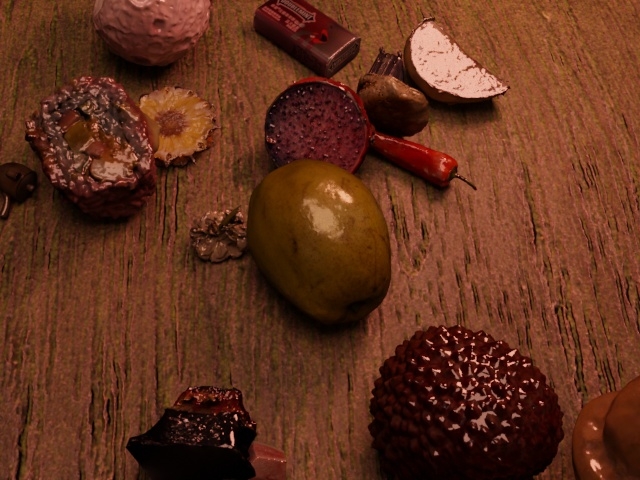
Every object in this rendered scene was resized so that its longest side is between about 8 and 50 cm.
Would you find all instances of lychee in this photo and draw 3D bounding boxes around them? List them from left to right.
[{"bbox_3d":[0.235,0.291,1.604,0.306,0.306,0.330,-24,64,-19],"label":"lychee"}]

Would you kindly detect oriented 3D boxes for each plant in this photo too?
[{"bbox_3d":[-0.184,-0.020,1.874,0.116,0.122,0.104,-29,75,-30],"label":"plant"}]

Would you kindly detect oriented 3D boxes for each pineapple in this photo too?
[{"bbox_3d":[-0.306,-0.229,2.041,0.221,0.047,0.221,1,58,-1],"label":"pineapple"}]

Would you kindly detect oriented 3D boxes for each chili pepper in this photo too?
[{"bbox_3d":[0.200,-0.167,2.030,0.272,0.071,0.063,26,54,14],"label":"chili pepper"}]

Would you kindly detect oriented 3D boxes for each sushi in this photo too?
[{"bbox_3d":[-0.416,-0.173,1.906,0.236,0.171,0.270,-29,68,-8],"label":"sushi"},{"bbox_3d":[-0.188,0.318,1.634,0.172,0.153,0.150,-20,28,23],"label":"sushi"}]

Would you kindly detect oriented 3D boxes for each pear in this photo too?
[{"bbox_3d":[0.000,0.000,1.804,0.253,0.253,0.307,-19,68,-17],"label":"pear"}]

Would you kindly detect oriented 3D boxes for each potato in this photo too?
[{"bbox_3d":[0.272,-0.353,2.144,0.243,0.098,0.138,43,69,7],"label":"potato"}]

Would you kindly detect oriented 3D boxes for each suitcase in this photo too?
[{"bbox_3d":[0.136,-0.344,2.131,0.059,0.086,0.126,13,55,21],"label":"suitcase"}]

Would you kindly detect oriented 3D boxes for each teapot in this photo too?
[{"bbox_3d":[-0.600,-0.099,1.909,0.080,0.085,0.110,27,78,13],"label":"teapot"}]

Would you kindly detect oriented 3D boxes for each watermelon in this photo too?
[{"bbox_3d":[-0.096,0.371,1.655,0.084,0.072,0.092,-2,52,-26],"label":"watermelon"}]

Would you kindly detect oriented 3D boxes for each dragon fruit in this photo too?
[{"bbox_3d":[0.001,-0.223,2.009,0.223,0.218,0.148,20,15,-1],"label":"dragon fruit"}]

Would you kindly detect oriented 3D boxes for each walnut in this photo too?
[{"bbox_3d":[0.593,0.378,1.542,0.383,0.383,0.384,3,57,-4],"label":"walnut"}]

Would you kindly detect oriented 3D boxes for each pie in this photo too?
[{"bbox_3d":[0.142,-0.271,2.024,0.163,0.193,0.079,15,70,12],"label":"pie"}]

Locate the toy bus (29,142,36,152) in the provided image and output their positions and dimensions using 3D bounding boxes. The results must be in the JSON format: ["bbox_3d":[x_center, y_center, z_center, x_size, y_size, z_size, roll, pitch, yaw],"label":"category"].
[{"bbox_3d":[-0.545,-0.230,2.011,0.037,0.052,0.131,15,55,10],"label":"toy bus"}]

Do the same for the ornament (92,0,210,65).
[{"bbox_3d":[-0.349,-0.494,2.088,0.225,0.259,0.259,19,53,-24],"label":"ornament"}]

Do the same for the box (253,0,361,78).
[{"bbox_3d":[-0.032,-0.462,2.202,0.224,0.069,0.120,38,62,20],"label":"box"}]
